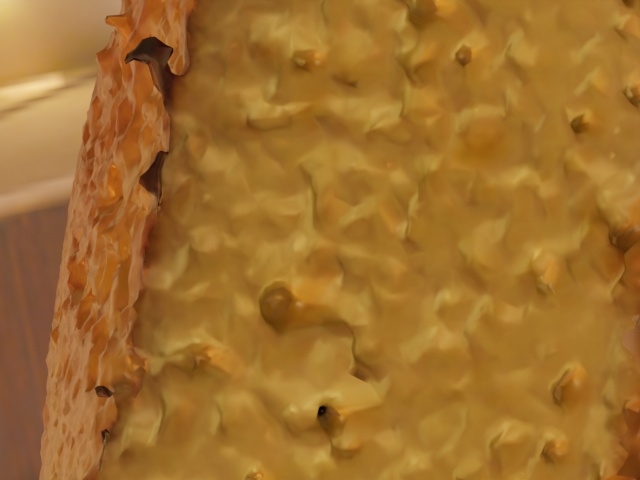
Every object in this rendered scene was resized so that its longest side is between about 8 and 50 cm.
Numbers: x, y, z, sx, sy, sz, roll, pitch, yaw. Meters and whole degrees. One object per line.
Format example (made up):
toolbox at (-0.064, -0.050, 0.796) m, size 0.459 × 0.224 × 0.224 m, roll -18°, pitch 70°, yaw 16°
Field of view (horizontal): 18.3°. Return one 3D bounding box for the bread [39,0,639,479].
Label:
bread at (0.000, 0.000, 0.491) m, size 0.143 × 0.229 × 0.139 m, roll 15°, pitch 171°, yaw -22°
